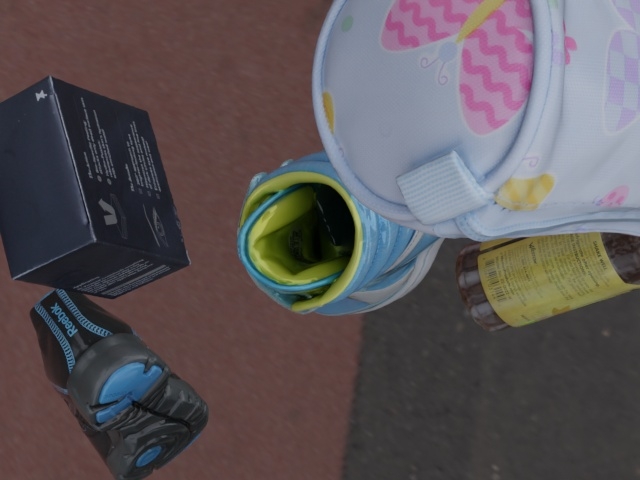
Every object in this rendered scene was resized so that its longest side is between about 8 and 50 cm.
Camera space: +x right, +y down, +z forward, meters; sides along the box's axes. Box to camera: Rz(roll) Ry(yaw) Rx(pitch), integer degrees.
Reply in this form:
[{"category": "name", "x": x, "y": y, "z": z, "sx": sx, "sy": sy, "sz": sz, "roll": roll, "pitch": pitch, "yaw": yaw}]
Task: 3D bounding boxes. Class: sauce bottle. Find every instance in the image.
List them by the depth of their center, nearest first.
[{"category": "sauce bottle", "x": 0.314, "y": 0.006, "z": 1.900, "sx": 0.111, "sy": 0.344, "sz": 0.111, "roll": 31, "pitch": 50, "yaw": -45}]

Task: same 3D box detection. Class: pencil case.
[{"category": "pencil case", "x": 0.119, "y": -0.052, "z": 0.719, "sx": 0.273, "sy": 0.113, "sz": 0.124, "roll": 7, "pitch": 83, "yaw": -48}]

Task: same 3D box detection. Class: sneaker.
[{"category": "sneaker", "x": 0.000, "y": 0.000, "z": 1.350, "sx": 0.208, "sy": 0.319, "sz": 0.127, "roll": -30, "pitch": 77, "yaw": -32}, {"category": "sneaker", "x": -0.209, "y": 0.150, "z": 1.850, "sx": 0.125, "sy": 0.139, "sz": 0.341, "roll": -37, "pitch": 157, "yaw": -14}]

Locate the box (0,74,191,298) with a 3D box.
[{"category": "box", "x": -0.208, "y": -0.043, "z": 1.545, "sx": 0.093, "sy": 0.158, "sz": 0.156, "roll": -24, "pitch": 72, "yaw": 21}]
